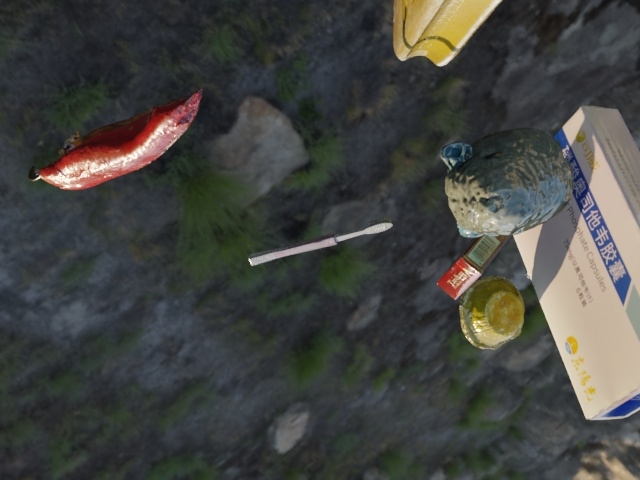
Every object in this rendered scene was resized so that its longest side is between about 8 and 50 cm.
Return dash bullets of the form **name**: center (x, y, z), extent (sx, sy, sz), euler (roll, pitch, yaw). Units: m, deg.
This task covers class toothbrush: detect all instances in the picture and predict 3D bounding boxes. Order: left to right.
- **toothbrush**: center (0.000, 0.001, 1.080), extent (0.194, 0.017, 0.014), euler (-16, 126, 6)

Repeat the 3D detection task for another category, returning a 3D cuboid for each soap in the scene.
- **soap**: center (0.153, -0.328, 0.956), extent (0.089, 0.174, 0.274), euler (3, 173, -6)

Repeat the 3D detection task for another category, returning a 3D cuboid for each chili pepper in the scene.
- **chili pepper**: center (-0.188, -0.080, 0.733), extent (0.268, 0.051, 0.059), euler (-13, -160, 38)

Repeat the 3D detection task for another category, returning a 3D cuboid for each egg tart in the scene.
- **egg tart**: center (0.230, 0.094, 1.077), extent (0.105, 0.105, 0.039), euler (-31, -170, -21)

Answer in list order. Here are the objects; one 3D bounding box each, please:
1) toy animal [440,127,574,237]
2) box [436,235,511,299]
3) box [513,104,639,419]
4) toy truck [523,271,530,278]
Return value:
- **toy animal**: center (0.140, -0.045, 0.590), extent (0.079, 0.070, 0.253), euler (-2, -174, 18)
- **box**: center (0.136, 0.007, 0.693), extent (0.082, 0.023, 0.051), euler (-46, 174, -32)
- **box**: center (0.351, 0.026, 1.027), extent (0.065, 0.343, 0.200), euler (2, 147, -26)
- **toy truck**: center (0.484, 0.068, 1.302), extent (0.207, 0.387, 0.173), euler (32, 98, -30)
